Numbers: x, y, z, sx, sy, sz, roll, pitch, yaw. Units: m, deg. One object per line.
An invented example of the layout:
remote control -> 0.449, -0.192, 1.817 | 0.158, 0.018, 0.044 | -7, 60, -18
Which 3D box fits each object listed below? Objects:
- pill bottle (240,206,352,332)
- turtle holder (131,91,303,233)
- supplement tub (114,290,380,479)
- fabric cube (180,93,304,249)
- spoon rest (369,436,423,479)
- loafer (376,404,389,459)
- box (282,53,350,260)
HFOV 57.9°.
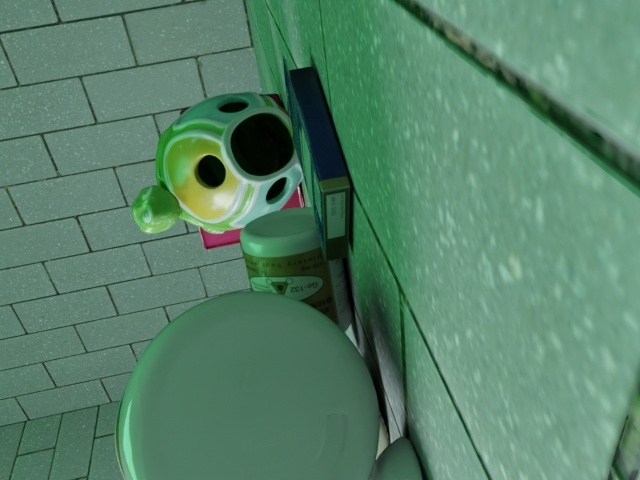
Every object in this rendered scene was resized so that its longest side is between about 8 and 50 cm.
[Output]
pill bottle -> -0.025, 0.080, 0.797 | 0.131, 0.131, 0.229 | -114, 13, -69
turtle holder -> -0.173, -0.139, 0.999 | 0.227, 0.321, 0.243 | -9, 87, 60
supplement tub -> -0.103, 0.205, 0.648 | 0.331, 0.241, 0.240 | 136, 124, -63
fabric cube -> -0.188, -0.172, 1.381 | 0.258, 0.255, 0.258 | -108, 8, -55
spoon rest -> 0.085, 0.324, 0.527 | 0.137, 0.084, 0.276 | 103, 168, -76
loafer -> 0.034, 0.258, 0.755 | 0.101, 0.092, 0.268 | -107, 7, -49
box -> -0.006, -0.105, 0.691 | 0.136, 0.037, 0.225 | 87, 169, -57
